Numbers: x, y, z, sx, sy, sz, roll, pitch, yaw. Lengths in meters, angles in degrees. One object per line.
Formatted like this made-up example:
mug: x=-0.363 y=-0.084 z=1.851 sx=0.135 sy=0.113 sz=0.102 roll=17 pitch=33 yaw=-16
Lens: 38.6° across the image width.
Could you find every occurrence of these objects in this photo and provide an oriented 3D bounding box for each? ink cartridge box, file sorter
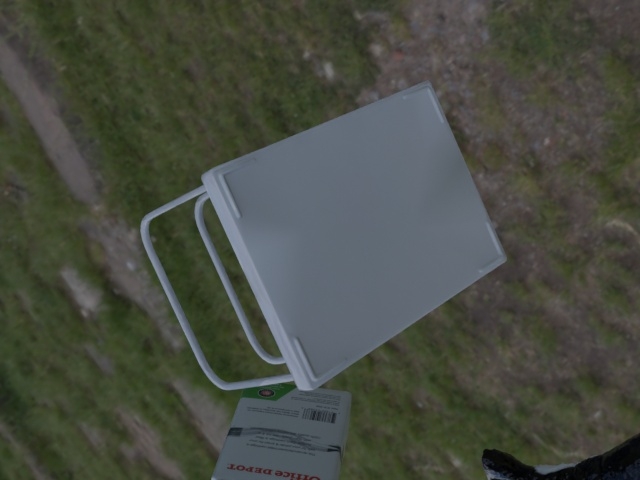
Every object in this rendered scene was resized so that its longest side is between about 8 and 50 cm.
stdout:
ink cartridge box: x=-0.047 y=0.284 z=1.196 sx=0.153 sy=0.208 sz=0.087 roll=7 pitch=118 yaw=7
file sorter: x=0.000 y=0.000 z=0.865 sx=0.173 sy=0.277 sz=0.193 roll=-20 pitch=96 yaw=51

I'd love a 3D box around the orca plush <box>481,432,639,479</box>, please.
orca plush: x=0.249 y=0.153 z=0.602 sx=0.287 sy=0.102 sz=0.151 roll=-3 pitch=98 yaw=19
